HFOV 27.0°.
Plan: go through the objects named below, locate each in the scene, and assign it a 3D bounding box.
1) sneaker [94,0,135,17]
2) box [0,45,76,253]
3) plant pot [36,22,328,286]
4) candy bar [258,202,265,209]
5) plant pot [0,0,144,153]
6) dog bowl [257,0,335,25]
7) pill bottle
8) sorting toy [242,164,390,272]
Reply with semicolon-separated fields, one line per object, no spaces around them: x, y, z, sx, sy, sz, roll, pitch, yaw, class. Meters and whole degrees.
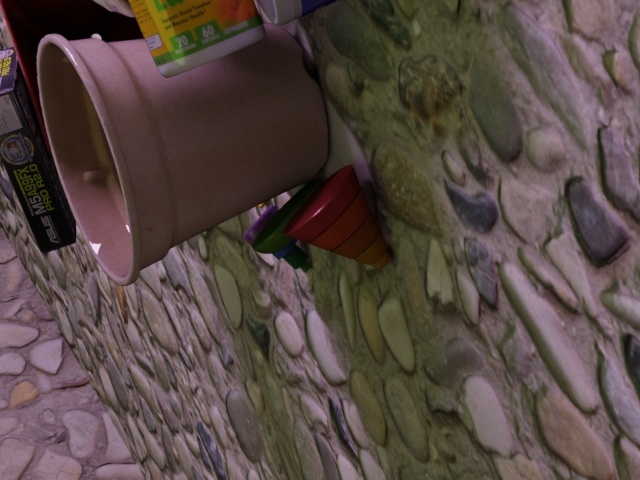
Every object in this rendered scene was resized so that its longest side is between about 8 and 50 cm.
-0.223;-0.421;1.651;0.152;0.114;0.305;39;127;24;sneaker
-0.452;-0.144;2.076;0.216;0.060;0.270;-111;4;-62;box
-0.169;-0.144;1.749;0.334;0.306;0.333;51;151;42;plant pot
-0.115;-0.123;2.027;0.161;0.018;0.040;67;158;13;candy bar
-0.344;-0.290;2.151;0.236;0.267;0.267;178;74;-81;plant pot
-0.052;-0.376;1.455;0.265;0.104;0.264;157;90;-86;dog bowl
-0.170;-0.326;1.549;0.136;0.136;0.245;4;118;67;pill bottle
0.000;0.000;1.786;0.126;0.127;0.365;43;164;-10;sorting toy
